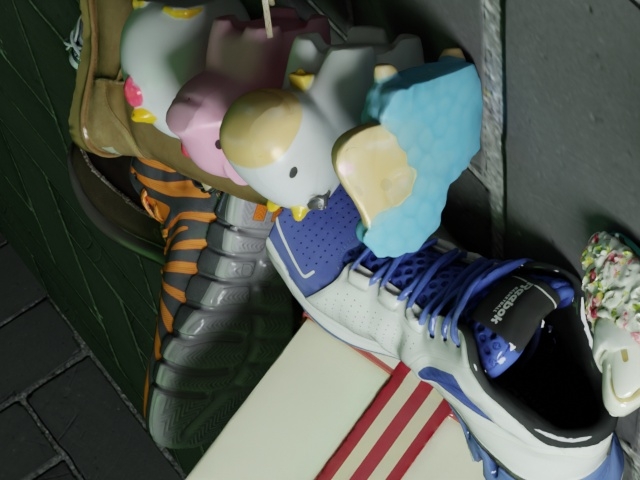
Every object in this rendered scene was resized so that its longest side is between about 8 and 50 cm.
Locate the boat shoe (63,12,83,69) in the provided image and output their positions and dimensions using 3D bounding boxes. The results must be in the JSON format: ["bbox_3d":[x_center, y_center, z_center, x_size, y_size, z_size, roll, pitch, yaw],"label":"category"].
[{"bbox_3d":[-0.215,-0.194,1.897,0.079,0.081,0.227,51,165,20],"label":"boat shoe"}]

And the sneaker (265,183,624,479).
[{"bbox_3d":[0.107,0.048,1.328,0.315,0.127,0.182,44,159,18],"label":"sneaker"}]

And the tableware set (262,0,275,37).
[{"bbox_3d":[-0.029,-0.243,1.234,0.128,0.039,0.194,-96,-1,-45],"label":"tableware set"}]

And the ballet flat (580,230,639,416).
[{"bbox_3d":[0.220,0.100,1.130,0.241,0.077,0.091,52,166,18],"label":"ballet flat"}]

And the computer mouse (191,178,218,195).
[{"bbox_3d":[-0.084,-0.129,1.614,0.042,0.106,0.193,28,-148,-45],"label":"computer mouse"}]

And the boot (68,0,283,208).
[{"bbox_3d":[-0.089,-0.159,1.531,0.269,0.089,0.236,12,100,46],"label":"boot"}]

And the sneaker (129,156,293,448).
[{"bbox_3d":[-0.108,0.020,1.708,0.180,0.125,0.321,38,112,45],"label":"sneaker"}]

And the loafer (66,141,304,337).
[{"bbox_3d":[-0.114,-0.037,1.879,0.366,0.134,0.130,36,134,30],"label":"loafer"}]

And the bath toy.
[{"bbox_3d":[-0.038,-0.091,1.318,0.348,0.151,0.129,25,122,52],"label":"bath toy"}]

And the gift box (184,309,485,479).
[{"bbox_3d":[0.054,0.205,1.563,0.276,0.258,0.255,35,162,2],"label":"gift box"}]
